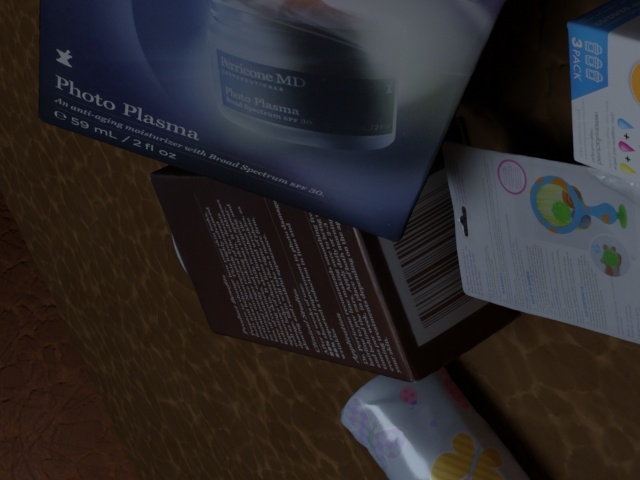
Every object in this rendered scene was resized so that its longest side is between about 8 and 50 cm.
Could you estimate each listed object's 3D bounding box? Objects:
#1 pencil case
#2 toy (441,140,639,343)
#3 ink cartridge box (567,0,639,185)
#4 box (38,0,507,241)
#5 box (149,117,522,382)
[{"bbox_3d":[0.134,0.234,1.201,0.273,0.113,0.124,52,160,20],"label":"pencil case"},{"bbox_3d":[0.200,-0.002,0.929,0.237,0.056,0.136,18,127,48],"label":"toy"},{"bbox_3d":[0.240,-0.079,0.777,0.181,0.062,0.104,29,138,47],"label":"ink cartridge box"},{"bbox_3d":[-0.030,-0.184,0.876,0.296,0.182,0.294,18,145,0],"label":"box"},{"bbox_3d":[0.000,0.000,1.192,0.381,0.143,0.191,6,120,57],"label":"box"}]
